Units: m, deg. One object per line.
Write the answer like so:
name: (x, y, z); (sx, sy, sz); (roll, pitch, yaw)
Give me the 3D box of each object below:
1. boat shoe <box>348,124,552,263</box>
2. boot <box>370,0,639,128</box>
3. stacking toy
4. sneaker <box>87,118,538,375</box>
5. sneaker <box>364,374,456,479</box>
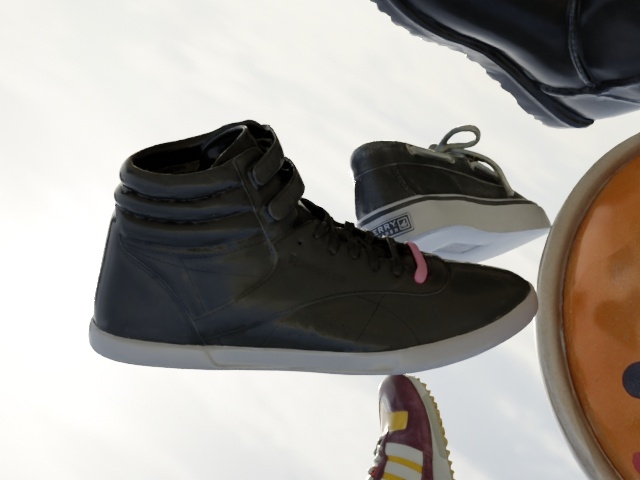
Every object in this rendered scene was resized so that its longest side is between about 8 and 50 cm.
boat shoe: (0.107, -0.037, 1.468); (0.306, 0.113, 0.105); (1, -111, -59)
boot: (0.281, -0.226, 1.375); (0.367, 0.146, 0.445); (29, 161, -36)
stacking toy: (0.377, 0.014, 1.055); (0.350, 0.350, 0.480); (29, 154, -8)
sneaker: (0.000, 0.000, 1.089); (0.295, 0.147, 0.104); (-1, -159, -7)
sneaker: (0.051, 0.175, 1.230); (0.084, 0.069, 0.185); (-8, -129, -9)
